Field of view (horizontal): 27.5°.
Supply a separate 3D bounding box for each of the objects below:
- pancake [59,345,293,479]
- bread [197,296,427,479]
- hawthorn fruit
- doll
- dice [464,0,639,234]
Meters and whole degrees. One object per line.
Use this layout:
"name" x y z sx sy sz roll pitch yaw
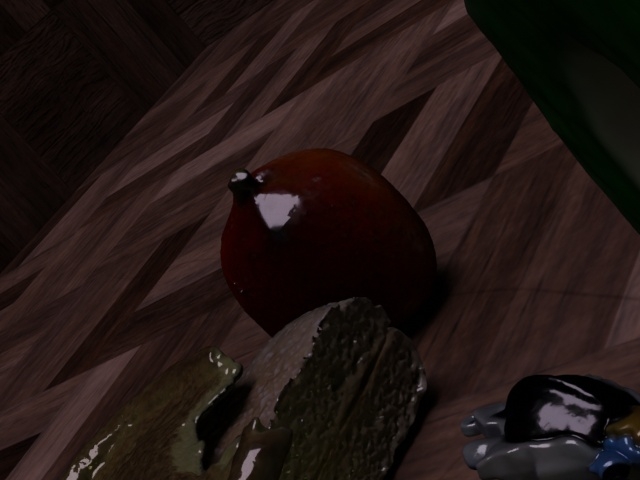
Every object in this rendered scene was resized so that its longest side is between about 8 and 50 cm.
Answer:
"pancake" -0.117 0.168 0.817 0.286 0.033 0.288 -34 21 37
"bread" -0.057 0.184 0.868 0.183 0.102 0.337 -29 22 47
"hawthorn fruit" 0.000 0.000 1.060 0.169 0.188 0.169 -29 28 18
"doll" 0.140 0.102 0.684 0.096 0.070 0.195 -32 17 -31
"dice" 0.235 -0.120 0.483 0.300 0.287 0.297 -42 -24 0
